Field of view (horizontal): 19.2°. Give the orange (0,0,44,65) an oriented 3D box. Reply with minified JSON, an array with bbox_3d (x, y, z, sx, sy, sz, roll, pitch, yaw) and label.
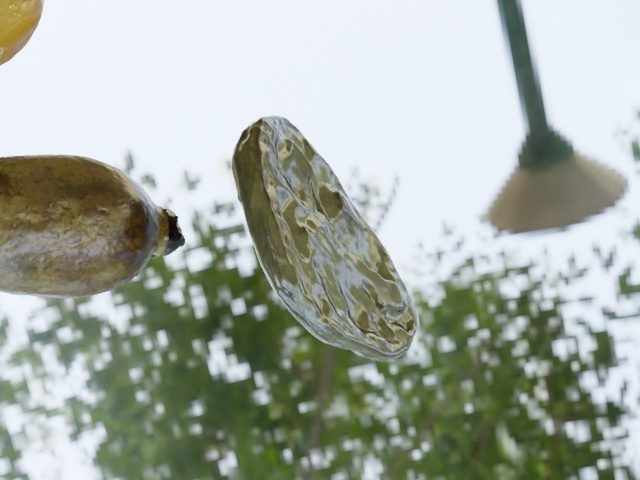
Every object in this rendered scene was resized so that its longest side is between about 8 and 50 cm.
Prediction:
[{"bbox_3d":[-0.350,-0.247,1.841,0.155,0.177,0.177,18,-176,-36],"label":"orange"}]

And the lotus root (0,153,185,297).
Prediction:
[{"bbox_3d":[-0.260,-0.013,1.917,0.260,0.145,0.128,2,165,-25],"label":"lotus root"}]

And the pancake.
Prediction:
[{"bbox_3d":[0.000,0.000,1.969,0.049,0.294,0.294,-29,-162,21],"label":"pancake"}]
